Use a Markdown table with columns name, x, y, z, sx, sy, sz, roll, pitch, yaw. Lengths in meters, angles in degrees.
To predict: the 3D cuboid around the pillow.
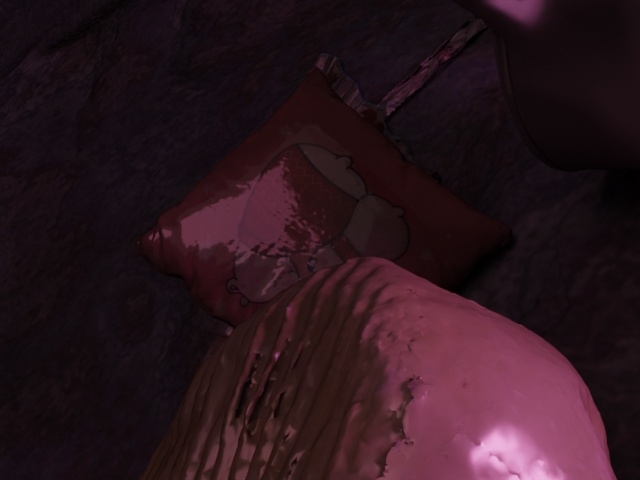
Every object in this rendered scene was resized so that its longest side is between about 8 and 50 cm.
| name | x | y | z | sx | sy | sz | roll | pitch | yaw |
| --- | --- | --- | --- | --- | --- | --- | --- | --- | --- |
| pillow | 0.000 | 0.000 | 0.816 | 0.223 | 0.084 | 0.236 | -44 | 75 | -6 |

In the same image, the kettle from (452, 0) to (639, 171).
| name | x | y | z | sx | sy | sz | roll | pitch | yaw |
| --- | --- | --- | --- | --- | --- | --- | --- | --- | --- |
| kettle | 0.270 | -0.131 | 0.615 | 0.318 | 0.205 | 0.265 | 7 | 26 | 45 |

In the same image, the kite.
| name | x | y | z | sx | sy | sz | roll | pitch | yaw |
| --- | --- | --- | --- | --- | --- | --- | --- | --- | --- |
| kite | 0.042 | -0.107 | 0.992 | 0.314 | 0.011 | 0.335 | -39 | 39 | 6 |

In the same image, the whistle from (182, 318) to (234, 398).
| name | x | y | z | sx | sy | sz | roll | pitch | yaw |
| --- | --- | --- | --- | --- | --- | --- | --- | --- | --- |
| whistle | -0.049 | 0.055 | 0.891 | 0.107 | 0.057 | 0.220 | 20 | 74 | 35 |

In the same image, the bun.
| name | x | y | z | sx | sy | sz | roll | pitch | yaw |
| --- | --- | --- | --- | --- | --- | --- | --- | --- | --- |
| bun | 0.013 | 0.180 | 0.584 | 0.362 | 0.234 | 0.326 | -44 | 28 | 27 |
